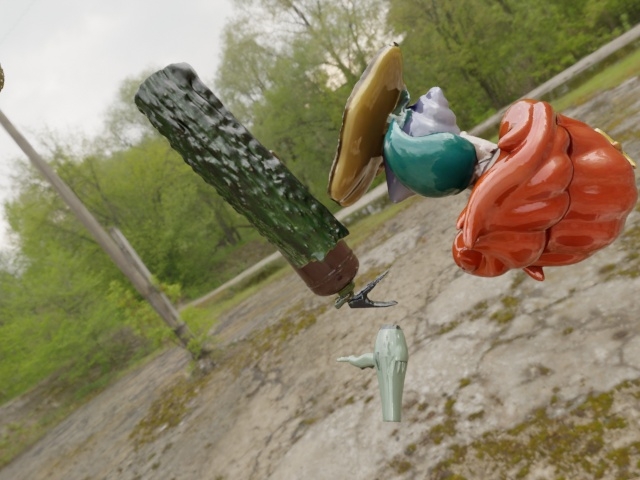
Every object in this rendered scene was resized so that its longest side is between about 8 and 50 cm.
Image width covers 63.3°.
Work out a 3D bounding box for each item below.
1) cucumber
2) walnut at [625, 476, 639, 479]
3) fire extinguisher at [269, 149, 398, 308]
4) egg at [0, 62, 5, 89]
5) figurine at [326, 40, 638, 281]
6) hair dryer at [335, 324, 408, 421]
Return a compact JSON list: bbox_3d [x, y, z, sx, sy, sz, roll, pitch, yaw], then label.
[{"bbox_3d":[-0.058,-0.053,0.399,0.058,0.187,0.058,-43,13,12],"label":"cucumber"},{"bbox_3d":[0.307,0.272,0.340,0.273,0.227,0.273,-22,49,28],"label":"walnut"},{"bbox_3d":[0.000,0.000,0.886,0.138,0.344,0.102,-38,10,9],"label":"fire extinguisher"},{"bbox_3d":[-0.626,-0.290,0.911,0.118,0.116,0.140,-42,14,14],"label":"egg"},{"bbox_3d":[0.148,-0.055,0.474,0.180,0.257,0.208,-64,-19,-10],"label":"figurine"},{"bbox_3d":[0.137,0.360,1.316,0.267,0.093,0.229,-47,41,44],"label":"hair dryer"}]
